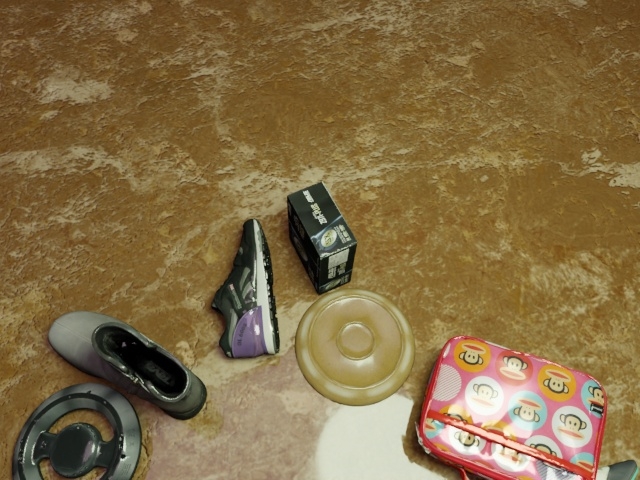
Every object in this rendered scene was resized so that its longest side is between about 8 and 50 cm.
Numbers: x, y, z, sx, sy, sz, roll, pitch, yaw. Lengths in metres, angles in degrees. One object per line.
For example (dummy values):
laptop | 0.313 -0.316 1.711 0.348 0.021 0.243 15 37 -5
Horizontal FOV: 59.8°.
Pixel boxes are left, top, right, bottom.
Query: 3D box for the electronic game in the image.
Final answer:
electronic game | -0.422 0.363 0.964 0.229 0.048 0.230 -3 64 6

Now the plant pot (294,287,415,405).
plant pot | 0.068 0.196 1.073 0.236 0.032 0.237 1 63 -2

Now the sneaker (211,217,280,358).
sneaker | -0.157 0.087 1.086 0.124 0.107 0.284 -8 63 1

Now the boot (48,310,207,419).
boot | -0.349 0.184 0.960 0.338 0.223 0.118 22 65 9

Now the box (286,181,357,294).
box | 0.000 0.000 1.087 0.077 0.180 0.147 -23 66 -13

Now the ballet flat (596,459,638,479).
ballet flat | 0.461 0.438 0.940 0.074 0.074 0.203 38 70 16

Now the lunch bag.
lunch bag | 0.318 0.323 0.958 0.292 0.120 0.258 16 64 16
